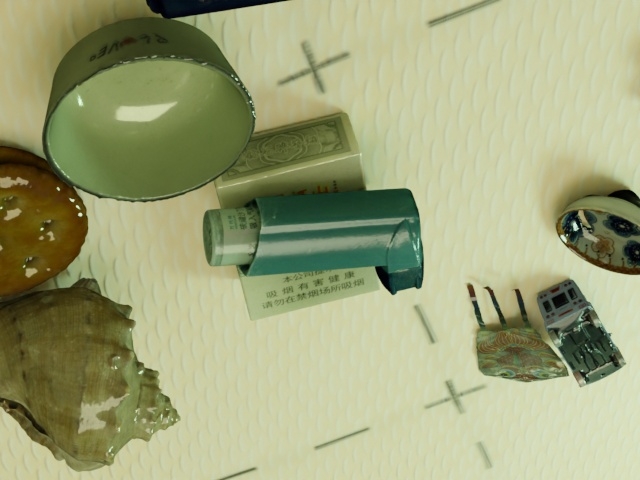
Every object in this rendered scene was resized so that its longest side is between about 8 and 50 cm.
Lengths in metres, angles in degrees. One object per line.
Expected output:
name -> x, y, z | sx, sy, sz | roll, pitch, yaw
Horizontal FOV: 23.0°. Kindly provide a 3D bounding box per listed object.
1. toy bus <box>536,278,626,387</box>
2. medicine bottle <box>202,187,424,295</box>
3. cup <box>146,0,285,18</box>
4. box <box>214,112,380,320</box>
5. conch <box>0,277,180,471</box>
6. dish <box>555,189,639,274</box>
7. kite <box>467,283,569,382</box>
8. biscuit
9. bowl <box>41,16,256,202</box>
toy bus -> 0.350, 0.126, 2.111 | 0.073, 0.076, 0.167 | -28, 138, 8
medicine bottle -> 0.000, 0.000, 1.723 | 0.258, 0.079, 0.124 | -3, 141, -16
cup -> -0.046, -0.335, 1.392 | 0.256, 0.254, 0.178 | -9, 178, -4
box -> -0.026, -0.022, 1.807 | 0.164, 0.069, 0.256 | -14, 142, -3
conch -> -0.316, 0.149, 1.833 | 0.324, 0.186, 0.263 | 34, 140, 6
dish -> 0.369, -0.027, 1.944 | 0.141, 0.078, 0.141 | 21, 154, 11
kite -> 0.256, 0.124, 2.100 | 0.127, 0.016, 0.229 | -2, 142, 18
biscuit -> -0.363, -0.017, 1.704 | 0.221, 0.066, 0.220 | -12, 143, -10
bowl -> -0.177, -0.144, 1.575 | 0.212, 0.112, 0.211 | -9, 140, -8
